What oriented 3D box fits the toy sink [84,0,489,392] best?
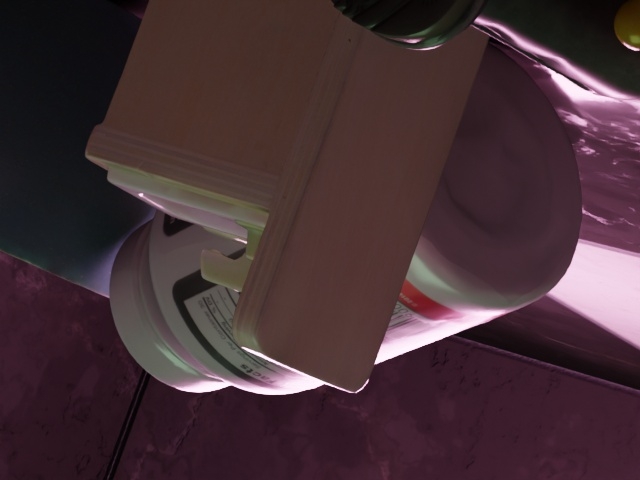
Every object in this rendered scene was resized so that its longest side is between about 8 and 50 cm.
[{"bbox_3d":[-0.021,-0.058,0.930,0.131,0.234,0.153,16,174,26],"label":"toy sink"}]

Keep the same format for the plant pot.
[{"bbox_3d":[-0.219,-0.095,1.349,0.290,0.195,0.290,25,178,1],"label":"plant pot"}]

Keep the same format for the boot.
[{"bbox_3d":[0.081,-0.104,0.763,0.208,0.076,0.190,33,-157,-38],"label":"boot"}]

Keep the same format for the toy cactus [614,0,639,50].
[{"bbox_3d":[0.197,-0.087,0.657,0.219,0.112,0.180,44,159,25],"label":"toy cactus"}]

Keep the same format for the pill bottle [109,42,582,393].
[{"bbox_3d":[0.000,0.000,1.162,0.176,0.176,0.318,23,149,-32],"label":"pill bottle"}]
